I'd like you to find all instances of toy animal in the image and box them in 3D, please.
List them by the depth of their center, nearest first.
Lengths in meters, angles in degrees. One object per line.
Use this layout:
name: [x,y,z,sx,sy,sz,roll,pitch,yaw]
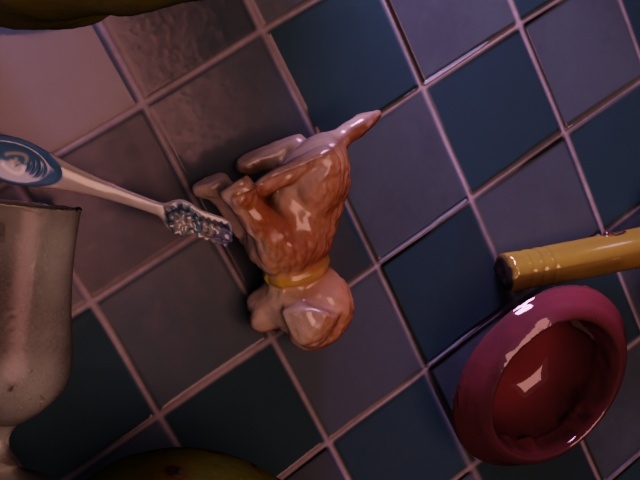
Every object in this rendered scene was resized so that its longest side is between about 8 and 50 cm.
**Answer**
toy animal: [0.006,-0.003,1.021,0.184,0.104,0.185,-27,105,-19]

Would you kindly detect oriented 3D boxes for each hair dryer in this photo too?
hair dryer: [0.312,0.024,1.196,0.278,0.090,0.135,-9,105,-18]

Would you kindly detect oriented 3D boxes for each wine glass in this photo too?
wine glass: [-0.246,0.082,0.909,0.103,0.103,0.231,6,93,-27]

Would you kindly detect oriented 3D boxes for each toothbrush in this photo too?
toothbrush: [-0.248,-0.066,0.894,0.386,0.040,0.040,20,89,-14]

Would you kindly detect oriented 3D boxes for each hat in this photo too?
hat: [0.212,0.131,1.146,0.205,0.089,0.205,-11,116,-23]

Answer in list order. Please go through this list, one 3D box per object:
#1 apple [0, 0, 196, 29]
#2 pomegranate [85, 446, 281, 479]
apple: [-0.168,-0.311,0.764,0.311,0.320,0.360,-24,118,-23]
pomegranate: [-0.130,0.325,0.960,0.358,0.216,0.310,-29,109,13]
